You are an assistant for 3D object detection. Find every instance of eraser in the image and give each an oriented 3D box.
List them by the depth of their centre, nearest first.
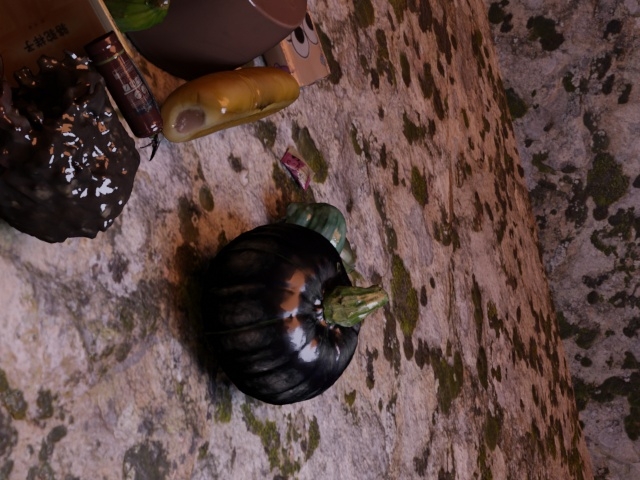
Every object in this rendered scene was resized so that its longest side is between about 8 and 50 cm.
[{"bbox_3d":[-0.080,-0.448,1.544,0.171,0.087,0.290,-45,119,-57],"label":"eraser"}]

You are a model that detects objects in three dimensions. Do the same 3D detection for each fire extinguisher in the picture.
[{"bbox_3d":[-0.236,-0.181,0.959,0.158,0.043,0.064,65,35,-31],"label":"fire extinguisher"}]

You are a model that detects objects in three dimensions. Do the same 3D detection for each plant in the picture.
[{"bbox_3d":[-0.332,-0.118,0.902,0.234,0.204,0.178,57,32,-42],"label":"plant"}]

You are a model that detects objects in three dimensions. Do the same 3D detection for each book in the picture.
[{"bbox_3d":[-0.362,-0.296,0.936,0.018,0.170,0.242,-93,158,-66],"label":"book"}]

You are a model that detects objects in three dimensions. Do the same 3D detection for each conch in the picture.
[{"bbox_3d":[-0.002,0.002,1.459,0.188,0.122,0.176,80,22,-46],"label":"conch"}]

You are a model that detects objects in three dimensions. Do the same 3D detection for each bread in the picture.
[{"bbox_3d":[-0.150,-0.238,1.295,0.305,0.142,0.091,-35,108,-62],"label":"bread"}]

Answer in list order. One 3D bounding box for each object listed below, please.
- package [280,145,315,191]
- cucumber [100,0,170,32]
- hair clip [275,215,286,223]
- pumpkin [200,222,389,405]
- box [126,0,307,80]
[{"bbox_3d":[-0.044,-0.147,1.554,0.083,0.029,0.059,49,47,-24],"label":"package"},{"bbox_3d":[-0.273,-0.332,1.004,0.134,0.244,0.134,-29,133,-37],"label":"cucumber"},{"bbox_3d":[-0.050,-0.048,1.509,0.039,0.030,0.115,61,26,10],"label":"hair clip"},{"bbox_3d":[-0.037,0.114,1.226,0.296,0.296,0.296,29,55,-53],"label":"pumpkin"},{"bbox_3d":[-0.169,-0.426,1.262,0.301,0.216,0.301,31,53,-54],"label":"box"}]
